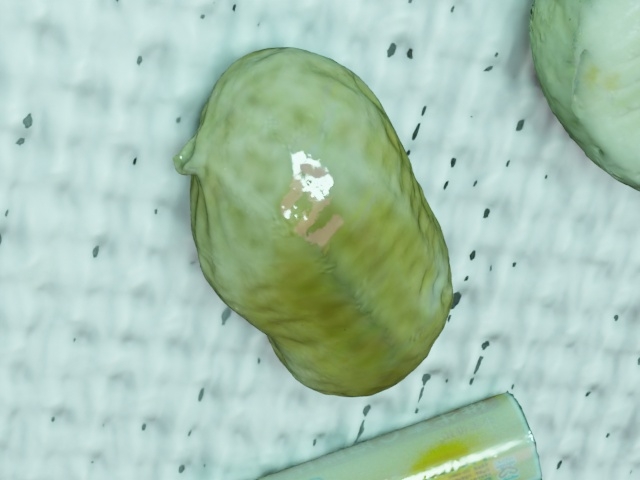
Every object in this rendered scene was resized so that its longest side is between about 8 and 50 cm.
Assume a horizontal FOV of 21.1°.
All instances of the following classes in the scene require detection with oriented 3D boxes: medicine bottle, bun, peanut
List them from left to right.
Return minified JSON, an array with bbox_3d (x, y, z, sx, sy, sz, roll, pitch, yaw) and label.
[{"bbox_3d":[0.000,0.000,0.933,0.129,0.129,0.224,-28,125,2],"label":"peanut"},{"bbox_3d":[0.026,0.159,1.073,0.218,0.074,0.074,-19,124,-6],"label":"medicine bottle"},{"bbox_3d":[0.224,-0.131,0.906,0.239,0.141,0.239,-6,127,-8],"label":"bun"}]
